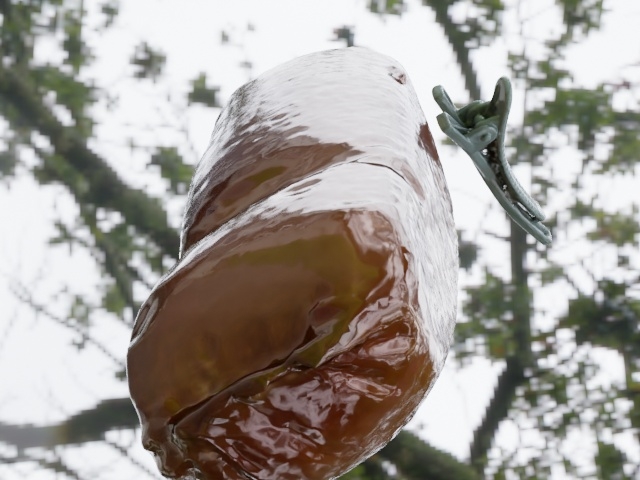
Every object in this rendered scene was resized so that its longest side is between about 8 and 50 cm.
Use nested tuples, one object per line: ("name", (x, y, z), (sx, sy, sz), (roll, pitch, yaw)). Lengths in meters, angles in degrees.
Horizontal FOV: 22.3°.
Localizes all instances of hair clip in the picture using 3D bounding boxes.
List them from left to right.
("hair clip", (0.096, -0.040, 0.818), (0.039, 0.115, 0.030), (-20, -131, 18))

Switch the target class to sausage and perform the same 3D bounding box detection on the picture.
("sausage", (0.001, 0.000, 0.586), (0.097, 0.348, 0.094), (-29, -75, 11))
